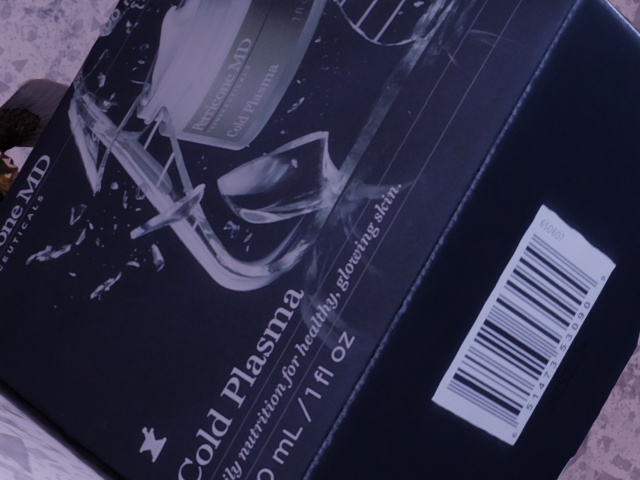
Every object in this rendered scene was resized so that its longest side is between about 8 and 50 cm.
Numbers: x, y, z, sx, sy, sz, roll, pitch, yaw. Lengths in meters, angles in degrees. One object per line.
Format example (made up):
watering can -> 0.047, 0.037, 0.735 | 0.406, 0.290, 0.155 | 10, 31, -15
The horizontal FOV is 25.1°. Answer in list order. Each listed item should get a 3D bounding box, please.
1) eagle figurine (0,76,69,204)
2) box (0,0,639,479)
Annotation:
eagle figurine -> -0.407, -0.085, 1.431 | 0.298, 0.226, 0.225 | 21, 11, 11
box -> 0.000, 0.000, 1.220 | 0.472, 0.479, 0.297 | 26, -4, 45
